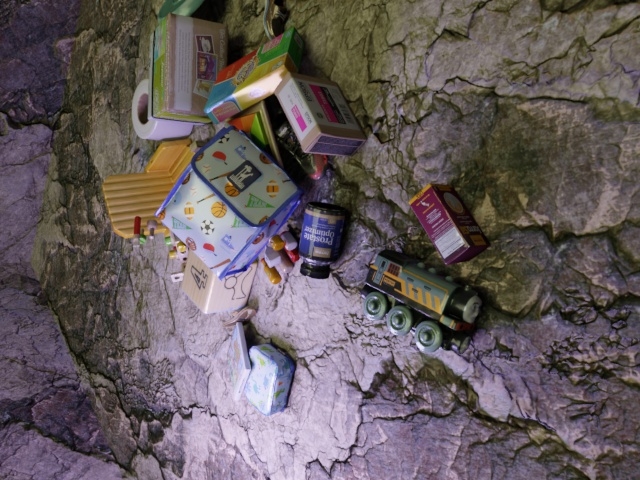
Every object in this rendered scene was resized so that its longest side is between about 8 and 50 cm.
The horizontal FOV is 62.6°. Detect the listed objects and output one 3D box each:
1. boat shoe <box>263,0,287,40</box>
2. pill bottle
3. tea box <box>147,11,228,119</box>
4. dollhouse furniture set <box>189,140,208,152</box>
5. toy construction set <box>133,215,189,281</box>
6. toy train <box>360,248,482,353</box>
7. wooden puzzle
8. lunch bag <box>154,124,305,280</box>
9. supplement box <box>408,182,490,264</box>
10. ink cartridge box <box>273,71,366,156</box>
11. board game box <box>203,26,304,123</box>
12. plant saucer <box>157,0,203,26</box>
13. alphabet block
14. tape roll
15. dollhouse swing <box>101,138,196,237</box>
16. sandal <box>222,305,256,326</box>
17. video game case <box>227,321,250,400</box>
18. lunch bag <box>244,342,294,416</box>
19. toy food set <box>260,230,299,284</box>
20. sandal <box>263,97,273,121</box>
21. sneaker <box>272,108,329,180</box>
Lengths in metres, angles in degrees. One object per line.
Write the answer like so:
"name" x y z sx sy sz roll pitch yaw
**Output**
"boat shoe" -0.147 -0.754 1.745 0.066 0.066 0.183 -6 88 44
"pill bottle" 0.000 0.000 1.594 0.123 0.123 0.219 22 107 43
"tea box" -0.497 -0.615 1.952 0.324 0.220 0.328 7 96 59
"dollhouse furniture set" -0.415 -0.281 1.961 0.161 0.182 0.101 -29 72 42
"toy construction set" -0.560 0.036 2.014 0.257 0.309 0.237 -55 35 43
"toy train" 0.248 0.153 1.345 0.334 0.142 0.190 27 101 42
"wooden puzzle" -0.227 -0.323 1.708 0.239 0.044 0.220 0 111 48
"lunch bag" -0.280 -0.122 1.667 0.328 0.239 0.385 44 108 6
"supplement box" 0.313 -0.042 1.283 0.081 0.104 0.188 -45 62 37
"ink cartridge box" 0.001 -0.363 1.523 0.088 0.193 0.234 -43 63 39
"board game box" -0.208 -0.522 1.673 0.317 0.064 0.242 -20 41 26
"plant saucer" -0.519 -0.931 2.018 0.318 0.044 0.317 -24 44 26
"alphabet block" -0.374 0.129 1.937 0.193 0.192 0.197 34 115 37
"tape roll" -0.662 -0.541 2.212 0.246 0.169 0.246 4 95 46
"dollhouse swing" -0.670 -0.210 2.142 0.315 0.305 0.346 -40 64 40
"sandal" -0.300 0.279 1.958 0.180 0.072 0.049 -40 49 38
"video game case" -0.302 0.441 1.926 0.212 0.023 0.193 -110 33 -44
"lunch bag" -0.184 0.477 1.830 0.176 0.090 0.218 24 109 42
"toy food set" -0.142 0.032 1.737 0.104 0.111 0.232 53 158 30
"sandal" -0.250 -0.471 1.856 0.446 0.107 0.167 38 120 52
"sneaker" -0.069 -0.305 1.640 0.098 0.135 0.276 -38 67 38
